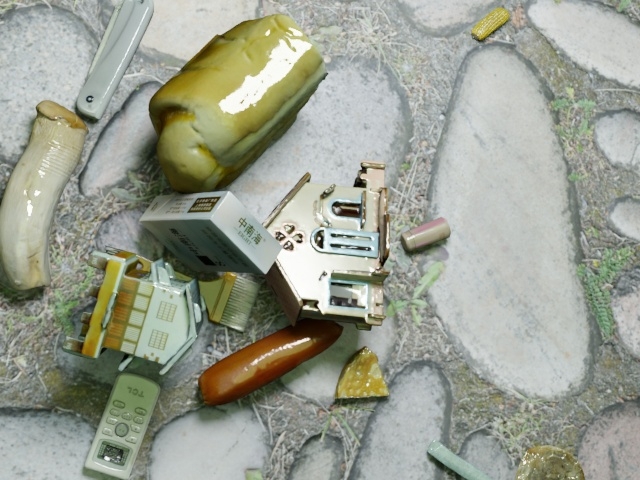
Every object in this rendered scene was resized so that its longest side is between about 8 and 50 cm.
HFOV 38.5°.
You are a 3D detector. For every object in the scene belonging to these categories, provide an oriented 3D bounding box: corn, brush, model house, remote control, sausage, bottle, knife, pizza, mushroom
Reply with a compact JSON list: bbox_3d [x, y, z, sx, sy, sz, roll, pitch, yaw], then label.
[{"bbox_3d":[0.354,-0.453,1.911,0.092,0.037,0.037,-41,93,-10],"label":"corn"},{"bbox_3d":[-0.255,0.084,1.750,0.272,0.013,0.103,21,81,-8],"label":"brush"},{"bbox_3d":[-0.315,0.126,1.622,0.215,0.224,0.198,15,89,-5],"label":"model house"},{"bbox_3d":[0.000,0.000,1.702,0.244,0.169,0.326,5,68,-4],"label":"model house"},{"bbox_3d":[-0.364,0.340,1.695,0.087,0.029,0.190,21,81,-9],"label":"remote control"},{"bbox_3d":[-0.094,0.221,1.732,0.300,0.089,0.083,-28,84,-13],"label":"sausage"},{"bbox_3d":[0.210,-0.011,1.836,0.096,0.045,0.045,-21,89,-12],"label":"bottle"},{"bbox_3d":[-0.395,-0.357,1.752,0.073,0.040,0.265,21,81,2],"label":"knife"},{"bbox_3d":[0.087,0.278,1.794,0.108,0.026,0.123,36,77,-9],"label":"pizza"},{"bbox_3d":[-0.514,-0.081,1.675,0.123,0.095,0.351,15,83,-27],"label":"mushroom"}]

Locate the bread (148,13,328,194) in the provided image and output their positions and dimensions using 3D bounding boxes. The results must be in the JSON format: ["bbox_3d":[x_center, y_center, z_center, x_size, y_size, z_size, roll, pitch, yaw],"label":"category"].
[{"bbox_3d":[-0.175,-0.241,1.657,0.210,0.300,0.341,44,81,1],"label":"bread"}]

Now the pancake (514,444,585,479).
[{"bbox_3d":[0.461,0.484,1.851,0.152,0.025,0.151,1,85,-11],"label":"pancake"}]

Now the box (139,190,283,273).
[{"bbox_3d":[-0.198,-0.013,1.629,0.155,0.243,0.067,50,61,-30],"label":"box"}]

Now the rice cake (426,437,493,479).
[{"bbox_3d":[0.285,0.451,1.817,0.171,0.029,0.033,35,86,-5],"label":"rice cake"}]
